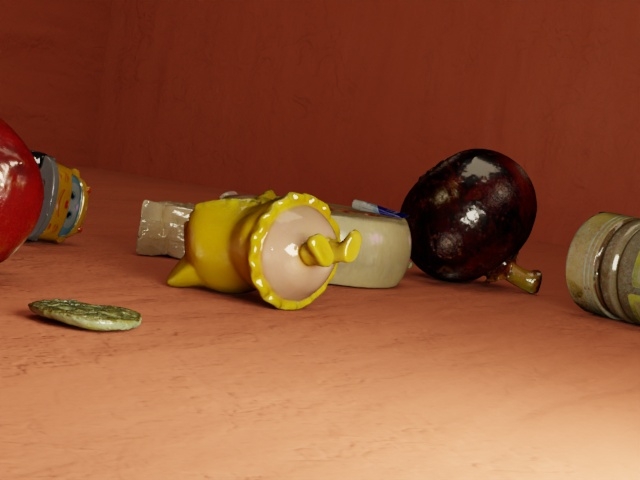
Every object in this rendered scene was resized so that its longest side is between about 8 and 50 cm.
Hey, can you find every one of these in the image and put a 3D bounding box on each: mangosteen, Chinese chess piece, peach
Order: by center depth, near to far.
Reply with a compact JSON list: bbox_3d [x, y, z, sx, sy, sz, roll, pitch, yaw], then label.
[{"bbox_3d":[-0.382,-0.055,1.365,0.197,0.197,0.197,8,4,-1],"label":"peach"},{"bbox_3d":[0.000,0.000,1.894,0.273,0.102,0.273,9,4,-1],"label":"Chinese chess piece"},{"bbox_3d":[0.255,-0.011,2.079,0.261,0.235,0.235,52,10,4],"label":"mangosteen"}]

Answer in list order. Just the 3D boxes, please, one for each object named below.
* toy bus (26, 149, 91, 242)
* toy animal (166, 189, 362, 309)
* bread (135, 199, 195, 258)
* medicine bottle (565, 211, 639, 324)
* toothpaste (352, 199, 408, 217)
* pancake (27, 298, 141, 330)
[{"bbox_3d":[-0.428,-0.064,1.820,0.209,0.126,0.136,10,-4,27],"label":"toy bus"},{"bbox_3d":[-0.060,0.010,1.493,0.156,0.156,0.230,4,-4,-43],"label":"toy animal"},{"bbox_3d":[-0.226,-0.019,1.893,0.105,0.077,0.152,8,3,-18],"label":"bread"},{"bbox_3d":[0.503,0.056,1.771,0.151,0.151,0.322,5,6,-37],"label":"medicine bottle"},{"bbox_3d":[0.085,-0.043,1.857,0.083,0.015,0.024,16,16,26],"label":"toothpaste"},{"bbox_3d":[-0.209,0.067,1.175,0.108,0.017,0.108,11,4,-1],"label":"pancake"}]
